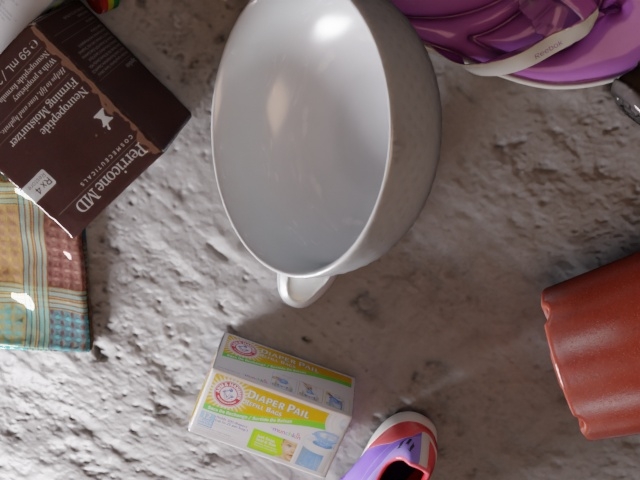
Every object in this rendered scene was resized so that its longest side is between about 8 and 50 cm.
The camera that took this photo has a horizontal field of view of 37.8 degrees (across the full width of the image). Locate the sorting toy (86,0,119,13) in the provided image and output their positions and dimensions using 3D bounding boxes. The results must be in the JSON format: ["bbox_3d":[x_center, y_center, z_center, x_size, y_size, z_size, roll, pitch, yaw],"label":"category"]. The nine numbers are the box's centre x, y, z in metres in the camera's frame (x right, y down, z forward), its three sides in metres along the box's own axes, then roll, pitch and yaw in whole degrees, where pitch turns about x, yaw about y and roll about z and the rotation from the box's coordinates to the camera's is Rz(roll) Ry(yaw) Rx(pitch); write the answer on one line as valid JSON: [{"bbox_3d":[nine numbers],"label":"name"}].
[{"bbox_3d":[-0.290,-0.389,1.047,0.046,0.132,0.274,-33,112,-28],"label":"sorting toy"}]

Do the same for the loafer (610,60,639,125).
[{"bbox_3d":[0.513,-0.142,1.100,0.366,0.134,0.130,19,109,-14],"label":"loafer"}]

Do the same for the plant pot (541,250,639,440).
[{"bbox_3d":[0.428,0.117,1.146,0.265,0.272,0.272,-19,110,20],"label":"plant pot"}]

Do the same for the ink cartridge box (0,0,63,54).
[{"bbox_3d":[-0.426,-0.365,1.063,0.307,0.072,0.303,-34,105,31],"label":"ink cartridge box"}]

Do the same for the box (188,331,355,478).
[{"bbox_3d":[-0.065,0.227,1.300,0.203,0.103,0.114,20,113,-4],"label":"box"}]

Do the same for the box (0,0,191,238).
[{"bbox_3d":[-0.296,-0.150,1.126,0.168,0.167,0.203,-40,104,18],"label":"box"}]

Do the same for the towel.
[{"bbox_3d":[-0.504,0.029,1.287,0.370,0.040,0.271,3,114,3],"label":"towel"}]

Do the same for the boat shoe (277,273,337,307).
[{"bbox_3d":[0.000,0.000,1.215,0.083,0.076,0.226,21,113,-4],"label":"boat shoe"}]

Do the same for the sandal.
[{"bbox_3d":[0.210,-0.260,1.077,0.416,0.102,0.169,8,113,1],"label":"sandal"}]

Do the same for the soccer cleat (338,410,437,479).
[{"bbox_3d":[0.063,0.389,1.351,0.108,0.116,0.318,31,111,-8],"label":"soccer cleat"}]

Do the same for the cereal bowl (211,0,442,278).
[{"bbox_3d":[0.019,-0.126,1.063,0.141,0.339,0.339,-2,119,-37],"label":"cereal bowl"}]
